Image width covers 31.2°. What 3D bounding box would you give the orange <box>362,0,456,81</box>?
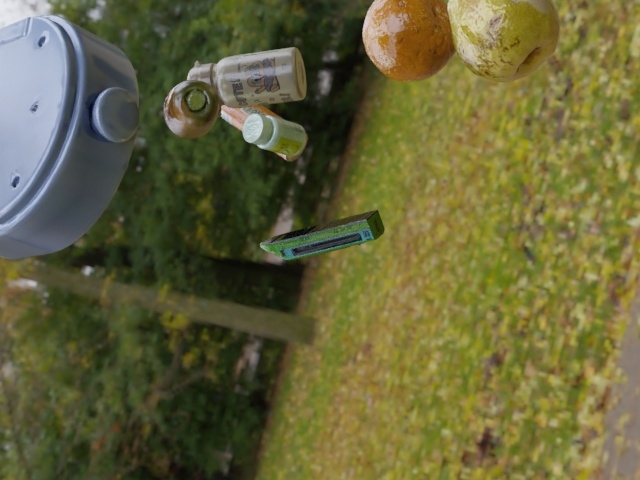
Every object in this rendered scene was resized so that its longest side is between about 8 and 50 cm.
[{"bbox_3d":[0.167,-0.391,2.179,0.161,0.193,0.193,-18,47,42],"label":"orange"}]

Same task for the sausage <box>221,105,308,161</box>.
[{"bbox_3d":[-0.135,-0.249,2.370,0.071,0.234,0.071,-44,-26,-27],"label":"sausage"}]

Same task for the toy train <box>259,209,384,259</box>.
[{"bbox_3d":[0.000,0.000,1.779,0.044,0.209,0.042,-39,-69,-54],"label":"toy train"}]

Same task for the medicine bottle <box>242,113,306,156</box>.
[{"bbox_3d":[-0.063,-0.144,1.562,0.047,0.083,0.047,-10,76,43],"label":"medicine bottle"}]

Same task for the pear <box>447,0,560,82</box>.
[{"bbox_3d":[0.275,-0.331,1.742,0.178,0.178,0.178,-165,90,-87],"label":"pear"}]

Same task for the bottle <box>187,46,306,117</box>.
[{"bbox_3d":[-0.135,-0.282,2.076,0.097,0.209,0.110,16,-113,-78],"label":"bottle"}]

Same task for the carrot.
[{"bbox_3d":[-0.201,-0.194,1.750,0.193,0.087,0.087,165,121,-78],"label":"carrot"}]

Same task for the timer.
[{"bbox_3d":[-0.424,-0.163,1.790,0.395,0.173,0.394,-18,62,36],"label":"timer"}]
